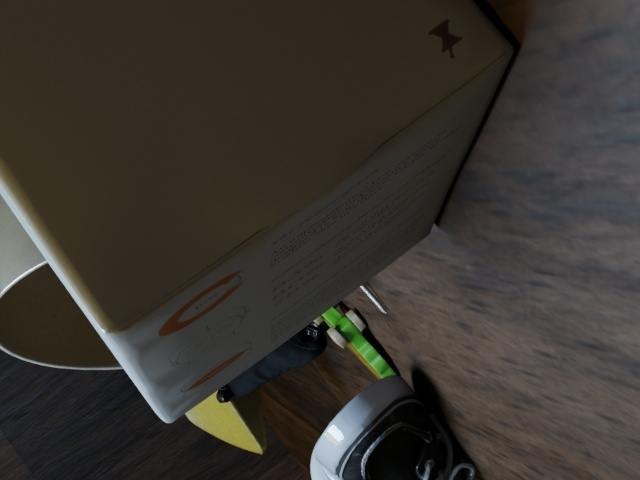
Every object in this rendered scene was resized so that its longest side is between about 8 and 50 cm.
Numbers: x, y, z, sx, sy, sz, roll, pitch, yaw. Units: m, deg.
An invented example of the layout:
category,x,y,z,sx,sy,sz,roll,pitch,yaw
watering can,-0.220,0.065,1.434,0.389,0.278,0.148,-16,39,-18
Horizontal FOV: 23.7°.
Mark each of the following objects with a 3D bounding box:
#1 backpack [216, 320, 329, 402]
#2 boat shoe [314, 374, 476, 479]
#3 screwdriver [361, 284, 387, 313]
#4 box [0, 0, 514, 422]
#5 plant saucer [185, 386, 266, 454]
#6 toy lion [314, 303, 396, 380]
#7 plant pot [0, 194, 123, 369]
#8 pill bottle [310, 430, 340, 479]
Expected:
category,x,y,z,sx,sy,sz,roll,pitch,yaw
backpack,-0.092,0.066,1.674,0.182,0.152,0.115,62,173,-13
boat shoe,0.080,0.219,1.445,0.105,0.113,0.306,43,170,23
screwdriver,0.000,0.000,1.323,0.170,0.024,0.025,50,-161,13
box,-0.054,-0.047,0.809,0.168,0.215,0.345,53,170,9
plant saucer,-0.176,0.055,1.839,0.333,0.081,0.333,-99,-15,-49
toy lion,0.036,0.101,1.496,0.096,0.034,0.100,51,174,-30
plant pot,-0.138,-0.036,1.225,0.284,0.284,0.191,76,180,-66
pill bottle,0.052,0.274,1.757,0.117,0.117,0.215,50,170,23
